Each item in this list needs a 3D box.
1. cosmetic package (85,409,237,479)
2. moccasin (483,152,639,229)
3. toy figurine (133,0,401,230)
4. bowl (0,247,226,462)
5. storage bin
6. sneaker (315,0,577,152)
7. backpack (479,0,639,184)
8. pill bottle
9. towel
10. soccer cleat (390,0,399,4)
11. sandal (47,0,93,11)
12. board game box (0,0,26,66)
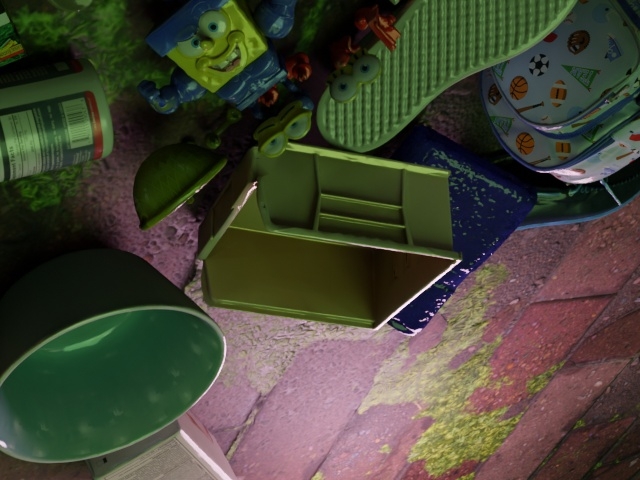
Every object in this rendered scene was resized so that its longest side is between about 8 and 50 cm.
[{"bbox_3d":[-0.253,0.336,1.786,0.153,0.129,0.296,-30,146,-4],"label":"cosmetic package"},{"bbox_3d":[0.358,-0.093,1.701,0.342,0.137,0.117,-19,140,-19],"label":"moccasin"},{"bbox_3d":[-0.122,-0.202,1.237,0.362,0.191,0.217,-35,117,18],"label":"toy figurine"},{"bbox_3d":[-0.293,0.128,1.456,0.311,0.163,0.311,-20,144,-16],"label":"bowl"},{"bbox_3d":[0.000,0.000,1.430,0.260,0.123,0.262,8,155,-18],"label":"storage bin"},{"bbox_3d":[0.144,-0.253,1.339,0.366,0.150,0.135,-32,110,20],"label":"sneaker"},{"bbox_3d":[0.334,-0.205,1.442,0.213,0.276,0.263,11,135,-39],"label":"backpack"},{"bbox_3d":[-0.314,-0.118,1.173,0.180,0.108,0.108,-15,143,-21],"label":"pill bottle"},{"bbox_3d":[0.134,-0.013,1.637,0.228,0.076,0.308,26,122,-25],"label":"towel"},{"bbox_3d":[0.067,-0.350,1.197,0.095,0.083,0.248,-54,153,-12],"label":"soccer cleat"},{"bbox_3d":[-0.228,-0.287,1.075,0.072,0.049,0.180,-7,140,-31],"label":"sandal"},{"bbox_3d":[-0.423,-0.178,1.084,0.260,0.030,0.136,-26,148,-8],"label":"board game box"}]
